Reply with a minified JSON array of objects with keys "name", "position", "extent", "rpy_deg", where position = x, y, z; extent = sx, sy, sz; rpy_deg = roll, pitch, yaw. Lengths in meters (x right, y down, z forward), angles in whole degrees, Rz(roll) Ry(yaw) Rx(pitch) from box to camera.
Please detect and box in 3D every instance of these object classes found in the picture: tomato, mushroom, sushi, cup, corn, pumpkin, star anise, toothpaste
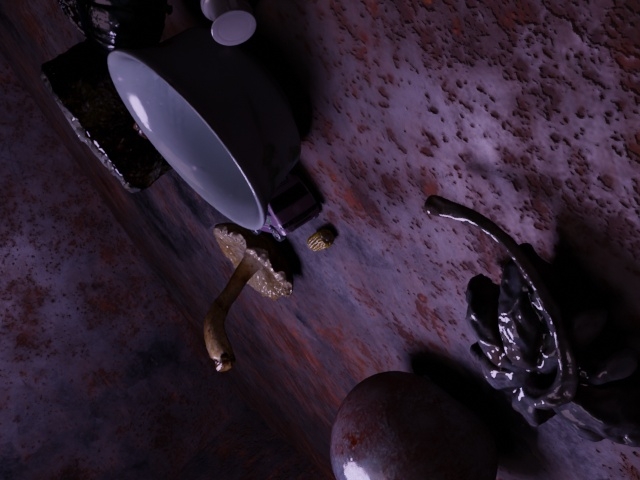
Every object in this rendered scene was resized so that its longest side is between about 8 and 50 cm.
[{"name":"tomato","position":[0.172,0.394,1.252],"extent":[0.316,0.283,0.317],"rpy_deg":[31,157,15]},{"name":"mushroom","position":[-0.185,0.091,1.471],"extent":[0.233,0.302,0.208],"rpy_deg":[39,127,-5]},{"name":"sushi","position":[-0.427,-0.275,1.401],"extent":[0.234,0.207,0.348],"rpy_deg":[48,172,37]},{"name":"cup","position":[-0.156,-0.196,1.053],"extent":[0.347,0.163,0.347],"rpy_deg":[42,163,16]},{"name":"corn","position":[0.000,0.000,1.258],"extent":[0.037,0.037,0.092],"rpy_deg":[53,158,-6]},{"name":"pumpkin","position":[-0.305,-0.383,1.053],"extent":[0.140,0.202,0.202],"rpy_deg":[7,159,-8]},{"name":"star anise","position":[0.259,0.135,0.818],"extent":[0.359,0.139,0.316],"rpy_deg":[36,148,34]},{"name":"toothpaste","position":[-0.149,-0.368,0.857],"extent":[0.096,0.061,0.266],"rpy_deg":[109,142,-60]}]

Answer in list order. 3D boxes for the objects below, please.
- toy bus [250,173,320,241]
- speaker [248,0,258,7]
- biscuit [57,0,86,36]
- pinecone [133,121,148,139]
[{"name":"toy bus","position":[-0.088,-0.073,1.239],"extent":[0.199,0.096,0.108],"rpy_deg":[14,134,62]},{"name":"speaker","position":[-0.106,-0.344,0.900],"extent":[0.046,0.040,0.191],"rpy_deg":[54,159,-7]},{"name":"biscuit","position":[-0.444,-0.464,1.316],"extent":[0.194,0.053,0.194],"rpy_deg":[26,150,16]},{"name":"pinecone","position":[-0.285,-0.254,1.246],"extent":[0.173,0.173,0.174],"rpy_deg":[42,157,22]}]
